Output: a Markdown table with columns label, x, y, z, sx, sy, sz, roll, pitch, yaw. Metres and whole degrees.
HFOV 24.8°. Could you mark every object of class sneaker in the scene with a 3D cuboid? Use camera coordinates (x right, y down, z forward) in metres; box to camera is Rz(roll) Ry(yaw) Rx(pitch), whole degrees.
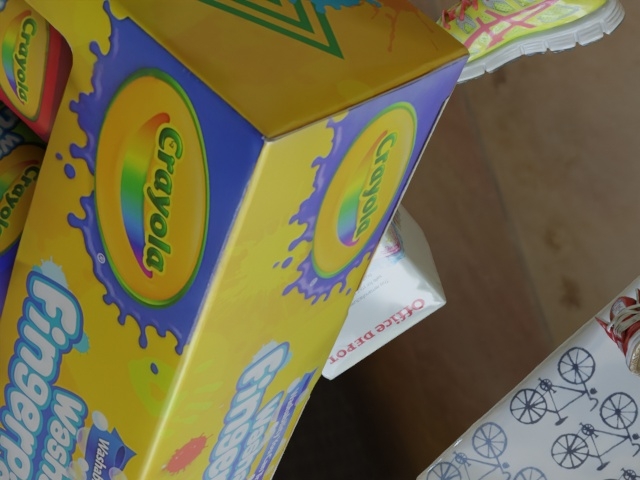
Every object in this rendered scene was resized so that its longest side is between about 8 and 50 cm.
| label | x | y | z | sx | sy | sz | roll | pitch | yaw |
| --- | --- | --- | --- | --- | --- | --- | --- | --- | --- |
| sneaker | 0.153 | -0.204 | 1.273 | 0.081 | 0.209 | 0.094 | -85 | -25 | -60 |
| sneaker | 0.229 | 0.063 | 1.064 | 0.067 | 0.042 | 0.118 | 60 | -175 | 24 |

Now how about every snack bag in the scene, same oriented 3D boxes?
| label | x | y | z | sx | sy | sz | roll | pitch | yaw |
| --- | --- | --- | --- | --- | --- | --- | --- | --- | --- |
| snack bag | 0.298 | 0.229 | 1.210 | 0.323 | 0.037 | 0.342 | -44 | 77 | 18 |

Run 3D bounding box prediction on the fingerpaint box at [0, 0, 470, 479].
| label | x | y | z | sx | sy | sz | roll | pitch | yaw |
| --- | --- | --- | --- | --- | --- | --- | --- | --- | --- |
| fingerpaint box | -0.166 | -0.024 | 0.867 | 0.371 | 0.163 | 0.444 | 42 | 134 | 21 |

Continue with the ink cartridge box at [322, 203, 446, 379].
| label | x | y | z | sx | sy | sz | roll | pitch | yaw |
| --- | --- | --- | --- | --- | --- | --- | --- | --- | --- |
| ink cartridge box | 0.000 | 0.000 | 1.235 | 0.176 | 0.128 | 0.127 | 49 | -164 | -28 |
